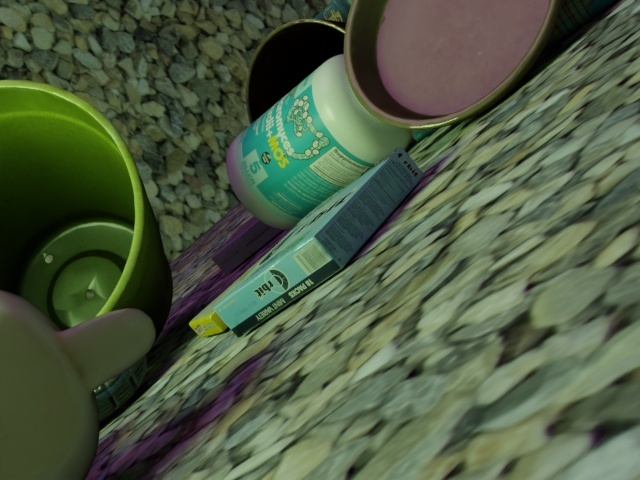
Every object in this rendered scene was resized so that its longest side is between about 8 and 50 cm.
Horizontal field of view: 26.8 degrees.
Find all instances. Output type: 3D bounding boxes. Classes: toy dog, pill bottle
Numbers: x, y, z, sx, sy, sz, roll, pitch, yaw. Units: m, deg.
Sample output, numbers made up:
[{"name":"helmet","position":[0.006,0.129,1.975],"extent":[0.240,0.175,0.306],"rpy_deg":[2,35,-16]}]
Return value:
[{"name":"toy dog","position":[-0.351,0.165,1.145],"extent":[0.395,0.284,0.408],"rpy_deg":[-42,4,-21]},{"name":"pill bottle","position":[0.014,-0.132,1.648],"extent":[0.264,0.146,0.146],"rpy_deg":[-36,7,38]}]

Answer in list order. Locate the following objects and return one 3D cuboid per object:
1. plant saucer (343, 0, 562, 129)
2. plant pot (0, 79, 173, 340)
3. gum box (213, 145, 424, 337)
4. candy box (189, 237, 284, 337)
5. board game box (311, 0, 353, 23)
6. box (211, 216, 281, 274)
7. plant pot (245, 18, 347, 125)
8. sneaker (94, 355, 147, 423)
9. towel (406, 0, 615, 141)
[{"name":"plant saucer","position":[0.144,-0.243,1.433],"extent":[0.278,0.041,0.277],"rpy_deg":[-18,61,35]},{"name":"plant pot","position":[-0.349,0.029,1.719],"extent":[0.366,0.366,0.353],"rpy_deg":[-41,-19,-2]},{"name":"gum box","position":[0.000,0.000,1.273],"extent":[0.157,0.041,0.184],"rpy_deg":[-36,7,41]},{"name":"candy box","position":[-0.051,0.028,1.454],"extent":[0.206,0.027,0.105],"rpy_deg":[-42,4,-18]},{"name":"board game box","position":[0.092,-0.391,2.001],"extent":[0.243,0.042,0.165],"rpy_deg":[-42,7,-18]},{"name":"box","position":[-0.064,-0.037,1.962],"extent":[0.186,0.038,0.145],"rpy_deg":[-37,6,21]},{"name":"plant pot","position":[0.050,-0.208,1.843],"extent":[0.215,0.215,0.230],"rpy_deg":[-36,-7,35]},{"name":"sneaker","position":[-0.314,0.215,1.486],"extent":[0.297,0.111,0.129],"rpy_deg":[-35,-7,-12]},{"name":"towel","position":[0.203,-0.311,1.465],"extent":[0.370,0.271,0.040],"rpy_deg":[-36,-37,23]}]
